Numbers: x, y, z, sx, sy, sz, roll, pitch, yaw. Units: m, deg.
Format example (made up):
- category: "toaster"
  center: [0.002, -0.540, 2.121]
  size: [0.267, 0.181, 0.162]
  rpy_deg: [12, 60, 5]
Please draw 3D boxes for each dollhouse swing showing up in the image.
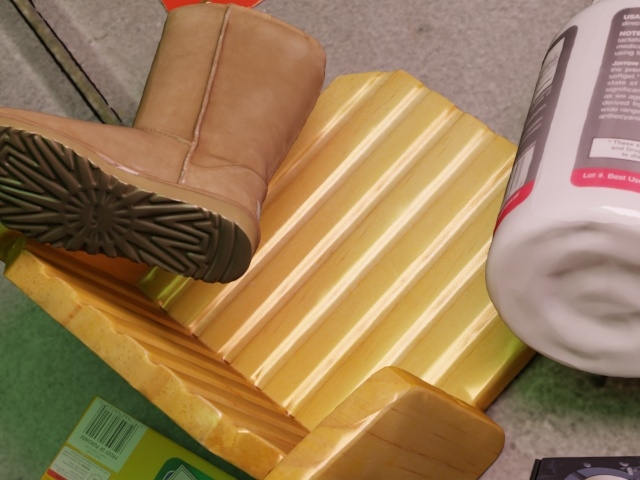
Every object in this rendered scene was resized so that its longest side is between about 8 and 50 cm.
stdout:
- category: "dollhouse swing"
  center: [0.000, 0.000, 1.412]
  size: [0.347, 0.315, 0.305]
  rpy_deg: [38, 92, 29]

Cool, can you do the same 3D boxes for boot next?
- category: "boot"
  center: [-0.128, -0.094, 1.383]
  size: [0.236, 0.089, 0.269]
  rpy_deg: [23, 37, -7]

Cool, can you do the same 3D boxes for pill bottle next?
- category: "pill bottle"
  center: [0.237, -0.070, 1.381]
  size: [0.176, 0.176, 0.318]
  rpy_deg: [3, 47, 20]

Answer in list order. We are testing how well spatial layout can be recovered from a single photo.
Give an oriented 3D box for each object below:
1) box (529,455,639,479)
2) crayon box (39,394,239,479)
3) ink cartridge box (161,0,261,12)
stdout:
- category: "box"
  center: [0.230, 0.217, 1.295]
  size: [0.180, 0.077, 0.147]
  rpy_deg: [-3, 23, 17]
- category: "crayon box"
  center: [-0.101, 0.257, 1.425]
  size: [0.278, 0.081, 0.165]
  rpy_deg: [27, 77, 27]
- category: "ink cartridge box"
  center: [-0.101, -0.317, 1.710]
  size: [0.189, 0.066, 0.232]
  rpy_deg: [-33, 56, 1]
